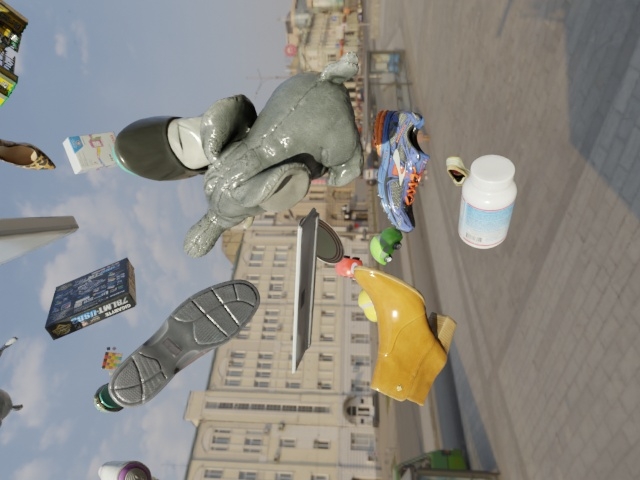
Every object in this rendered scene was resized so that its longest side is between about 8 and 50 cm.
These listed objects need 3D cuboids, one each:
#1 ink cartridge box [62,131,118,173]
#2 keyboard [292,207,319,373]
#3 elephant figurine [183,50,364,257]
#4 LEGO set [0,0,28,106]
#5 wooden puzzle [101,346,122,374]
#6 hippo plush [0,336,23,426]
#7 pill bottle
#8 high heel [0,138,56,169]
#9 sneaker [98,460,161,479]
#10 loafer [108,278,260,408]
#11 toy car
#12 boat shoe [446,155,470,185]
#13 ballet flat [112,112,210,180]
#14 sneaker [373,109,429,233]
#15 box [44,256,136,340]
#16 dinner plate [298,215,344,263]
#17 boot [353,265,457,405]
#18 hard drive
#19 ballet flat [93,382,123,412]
[{"bbox_3d":[-0.601,-0.236,1.155,0.122,0.052,0.088,-26,-82,-46],"label":"ink cartridge box"},{"bbox_3d":[-0.025,0.080,0.642,0.072,0.014,0.256,-49,-33,-56],"label":"keyboard"},{"bbox_3d":[-0.070,-0.089,0.523,0.169,0.239,0.186,25,143,49],"label":"elephant figurine"},{"bbox_3d":[-0.601,-0.284,0.641,0.192,0.255,0.331,37,-152,-49],"label":"LEGO set"},{"bbox_3d":[-0.627,0.362,1.303,0.006,0.049,0.083,-19,59,60],"label":"wooden puzzle"},{"bbox_3d":[-1.077,0.484,1.321,0.294,0.235,0.236,-95,5,-56],"label":"hippo plush"},{"bbox_3d":[0.287,-0.065,0.745,0.160,0.087,0.087,74,-165,-50],"label":"pill bottle"},{"bbox_3d":[-1.010,-0.278,1.441,0.261,0.186,0.093,27,-86,-45],"label":"high heel"},{"bbox_3d":[-0.527,0.740,1.273,0.305,0.152,0.114,66,-147,-26],"label":"sneaker"},{"bbox_3d":[-0.249,0.178,0.806,0.109,0.302,0.095,52,162,-3],"label":"loafer"},{"bbox_3d":[0.127,0.058,1.108,0.225,0.053,0.239,-61,41,24],"label":"toy car"},{"bbox_3d":[0.372,-0.170,1.153,0.135,0.050,0.045,34,-117,-35],"label":"boat shoe"},{"bbox_3d":[-0.170,-0.147,0.654,0.280,0.096,0.095,-22,-84,-62],"label":"ballet flat"},{"bbox_3d":[0.145,-0.123,0.749,0.083,0.087,0.221,-9,-86,-65],"label":"sneaker"},{"bbox_3d":[-0.852,0.208,1.628,0.293,0.296,0.073,44,155,57],"label":"box"},{"bbox_3d":[0.000,0.000,1.048,0.017,0.141,0.141,-40,28,34],"label":"dinner plate"},{"bbox_3d":[0.148,0.204,0.892,0.211,0.295,0.104,-60,19,-15],"label":"boot"},{"bbox_3d":[-0.668,0.017,0.842,0.353,0.233,0.047,-133,19,-85],"label":"hard drive"},{"bbox_3d":[-0.457,0.346,0.955,0.188,0.070,0.070,63,-152,-84],"label":"ballet flat"}]
